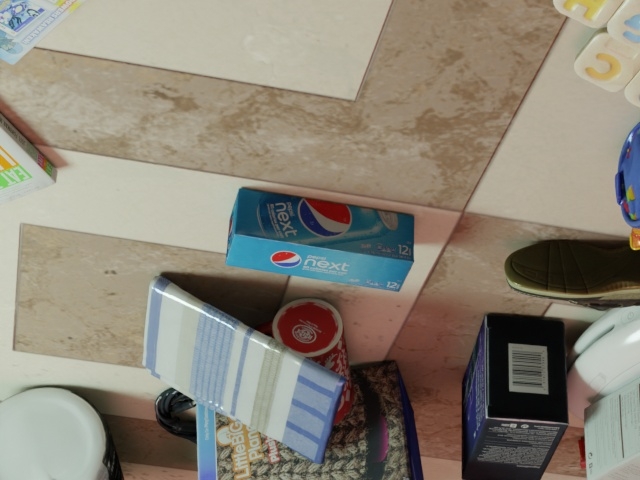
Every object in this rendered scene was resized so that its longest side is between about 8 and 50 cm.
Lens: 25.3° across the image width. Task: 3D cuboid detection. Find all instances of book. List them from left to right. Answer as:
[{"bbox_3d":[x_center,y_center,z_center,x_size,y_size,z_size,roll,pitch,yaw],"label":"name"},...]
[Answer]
[{"bbox_3d":[-0.368,-0.098,1.562,0.096,0.035,0.144,-16,142,20],"label":"book"}]

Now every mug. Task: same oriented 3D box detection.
[{"bbox_3d":[-0.031,0.160,1.860,0.150,0.113,0.169,0,144,2],"label":"mug"}]

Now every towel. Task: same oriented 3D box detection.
[{"bbox_3d":[-0.103,0.166,1.828,0.285,0.034,0.209,27,142,12],"label":"towel"}]

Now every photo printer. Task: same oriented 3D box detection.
[{"bbox_3d":[0.475,0.166,1.826,0.307,0.107,0.256,13,146,-14],"label":"photo printer"}]

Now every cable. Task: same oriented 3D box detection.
[{"bbox_3d":[-0.167,0.269,2.096,0.150,0.047,0.184,2,148,1],"label":"cable"}]

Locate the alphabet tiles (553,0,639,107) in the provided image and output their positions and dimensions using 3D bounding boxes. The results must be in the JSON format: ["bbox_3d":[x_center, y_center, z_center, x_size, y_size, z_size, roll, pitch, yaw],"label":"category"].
[{"bbox_3d":[0.360,-0.197,1.284,0.284,0.021,0.278,26,144,-6],"label":"alphabet tiles"}]

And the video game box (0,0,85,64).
[{"bbox_3d":[-0.302,-0.260,1.286,0.187,0.048,0.205,29,139,-31],"label":"video game box"}]

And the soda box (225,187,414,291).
[{"bbox_3d":[0.000,0.000,1.645,0.210,0.067,0.071,8,146,-9],"label":"soda box"}]

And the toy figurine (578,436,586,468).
[{"bbox_3d":[0.558,0.373,2.040,0.362,0.217,0.191,-13,144,24],"label":"toy figurine"}]

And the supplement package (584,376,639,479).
[{"bbox_3d":[0.418,0.232,1.736,0.105,0.105,0.179,21,143,-23],"label":"supplement package"}]

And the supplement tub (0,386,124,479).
[{"bbox_3d":[-0.396,0.380,2.141,0.207,0.207,0.338,2,147,1],"label":"supplement tub"}]

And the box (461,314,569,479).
[{"bbox_3d":[0.252,0.214,1.878,0.108,0.153,0.207,5,147,-2],"label":"box"}]

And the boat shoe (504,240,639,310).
[{"bbox_3d":[0.328,0.049,1.684,0.223,0.080,0.073,-2,142,0],"label":"boat shoe"}]

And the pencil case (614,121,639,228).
[{"bbox_3d":[0.455,-0.035,1.506,0.306,0.119,0.133,17,147,-19],"label":"pencil case"}]

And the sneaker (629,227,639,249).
[{"bbox_3d":[0.435,0.009,1.607,0.175,0.064,0.067,21,129,6],"label":"sneaker"}]

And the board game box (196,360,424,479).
[{"bbox_3d":[-0.011,0.321,1.949,0.291,0.232,0.141,-13,139,7],"label":"board game box"}]
